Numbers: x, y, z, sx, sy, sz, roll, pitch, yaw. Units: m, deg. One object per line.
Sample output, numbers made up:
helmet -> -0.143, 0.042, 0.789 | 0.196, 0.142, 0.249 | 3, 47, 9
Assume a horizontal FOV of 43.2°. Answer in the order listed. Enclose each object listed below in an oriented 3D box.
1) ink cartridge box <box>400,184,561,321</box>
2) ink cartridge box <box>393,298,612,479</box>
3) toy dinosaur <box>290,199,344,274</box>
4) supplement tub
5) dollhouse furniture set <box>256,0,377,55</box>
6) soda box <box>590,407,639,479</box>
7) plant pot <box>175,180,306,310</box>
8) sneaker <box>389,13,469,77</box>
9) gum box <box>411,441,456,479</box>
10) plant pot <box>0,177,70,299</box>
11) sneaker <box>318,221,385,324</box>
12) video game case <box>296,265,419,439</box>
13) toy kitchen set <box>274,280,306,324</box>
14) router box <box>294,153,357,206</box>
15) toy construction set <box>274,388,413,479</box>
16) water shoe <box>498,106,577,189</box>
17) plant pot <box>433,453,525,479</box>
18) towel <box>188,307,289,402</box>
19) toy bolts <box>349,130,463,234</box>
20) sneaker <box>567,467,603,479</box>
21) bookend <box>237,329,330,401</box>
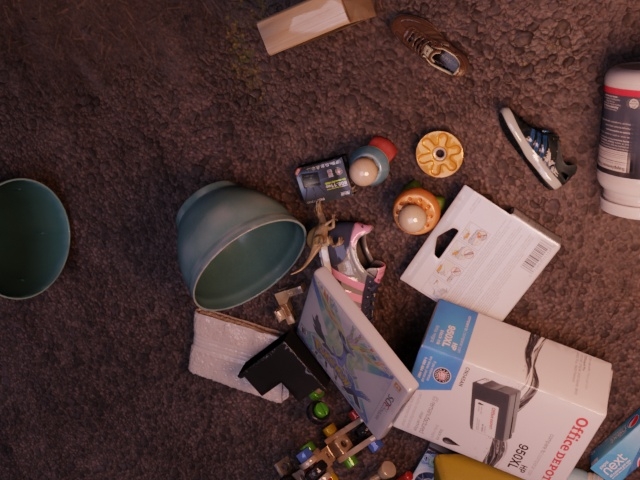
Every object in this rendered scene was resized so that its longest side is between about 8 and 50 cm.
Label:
ink cartridge box -> 0.345, 0.042, 1.761 | 0.239, 0.060, 0.275 | 34, 116, 5
ink cartridge box -> 0.390, 0.339, 1.758 | 0.394, 0.166, 0.286 | 20, 130, 10
toy dinosaur -> 0.000, 0.000, 1.780 | 0.092, 0.183, 0.053 | -4, 152, 43
supplement tub -> 0.622, -0.190, 1.516 | 0.191, 0.191, 0.272 | 4, 110, 17
dollhouse furniture set -> -0.059, -0.586, 1.560 | 0.362, 0.256, 0.394 | -17, 103, 22
soda box -> 0.694, 0.445, 1.786 | 0.071, 0.067, 0.210 | 38, 116, 2
plant pot -> -0.206, -0.010, 1.821 | 0.196, 0.293, 0.293 | 51, 118, 25
sneaker -> 0.221, -0.397, 1.639 | 0.188, 0.071, 0.066 | 33, 115, 4
gum box -> 0.298, 0.604, 1.983 | 0.157, 0.041, 0.184 | 26, 115, 6
plant pot -> -0.813, -0.011, 2.002 | 0.235, 0.293, 0.293 | 5, 111, 32
sneaker -> 0.093, 0.110, 1.837 | 0.131, 0.112, 0.319 | -10, 106, 24
video game case -> 0.069, 0.256, 1.790 | 0.329, 0.036, 0.300 | 51, 153, 21
toy kitchen set -> -0.065, 0.156, 1.927 | 0.075, 0.068, 0.083 | -19, 102, 23
router box -> 0.011, -0.135, 1.817 | 0.122, 0.038, 0.092 | -13, 105, 21
toy construction set -> 0.036, 0.561, 1.982 | 0.308, 0.257, 0.237 | 34, 133, -7
water shoe -> 0.443, -0.201, 1.649 | 0.080, 0.073, 0.203 | -37, 99, 3
plant pot -> 0.376, 0.630, 1.846 | 0.212, 0.187, 0.212 | -3, 116, 1
towel -> -0.198, 0.291, 2.029 | 0.282, 0.049, 0.187 | 15, 112, 13
toy bolts -> 0.172, -0.141, 1.696 | 0.228, 0.158, 0.218 | 29, 115, 6
sneaker -> 0.552, 0.686, 1.894 | 0.150, 0.135, 0.366 | 15, 104, 21
bookend -> -0.086, 0.326, 1.943 | 0.156, 0.072, 0.157 | -39, 97, 19
